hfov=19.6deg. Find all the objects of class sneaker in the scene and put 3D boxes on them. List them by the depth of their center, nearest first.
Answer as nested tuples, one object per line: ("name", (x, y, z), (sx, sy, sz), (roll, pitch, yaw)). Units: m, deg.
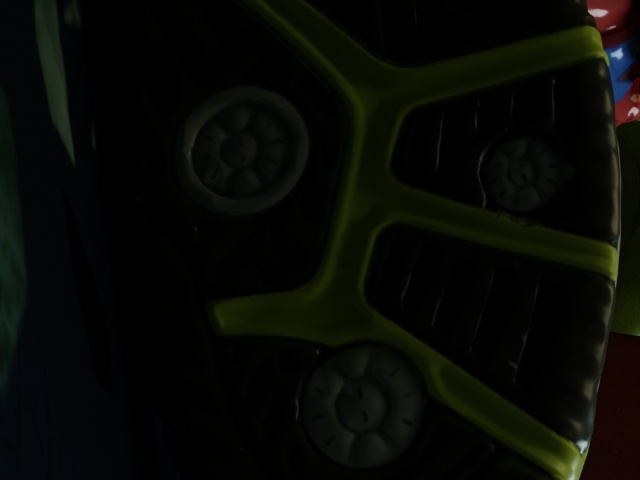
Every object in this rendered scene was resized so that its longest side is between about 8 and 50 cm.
("sneaker", (0.009, -0.057, 0.584), (0.147, 0.145, 0.385), (71, 10, -64))

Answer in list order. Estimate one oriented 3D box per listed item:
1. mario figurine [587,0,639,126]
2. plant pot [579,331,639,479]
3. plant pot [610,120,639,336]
("mario figurine", (0.105, -0.118, 0.837), (0.198, 0.320, 0.170), (-86, 165, -79))
("plant pot", (0.136, 0.202, 1.061), (0.267, 0.235, 0.267), (75, 6, -47))
("plant pot", (0.156, -0.039, 1.331), (0.353, 0.366, 0.366), (-14, 93, -81))
